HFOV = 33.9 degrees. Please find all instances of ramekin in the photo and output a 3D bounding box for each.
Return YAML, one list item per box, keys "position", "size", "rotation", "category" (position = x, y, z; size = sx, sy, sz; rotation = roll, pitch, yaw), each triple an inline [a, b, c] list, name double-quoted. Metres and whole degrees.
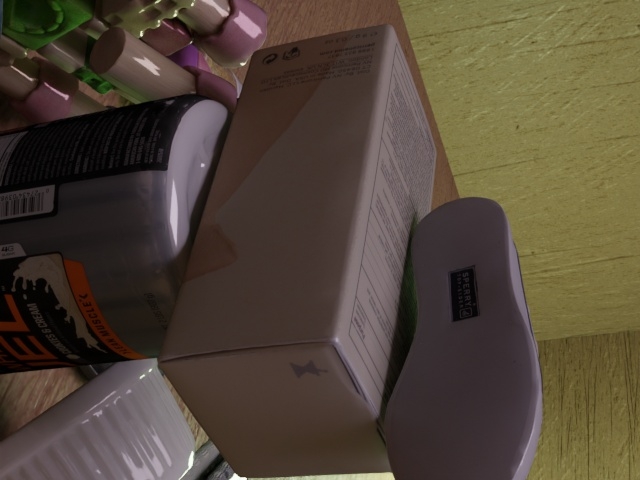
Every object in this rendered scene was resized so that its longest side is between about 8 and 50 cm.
- position: [-0.202, 0.188, 0.875]
  size: [0.109, 0.207, 0.207]
  rotation: [56, 22, -1]
  category: "ramekin"

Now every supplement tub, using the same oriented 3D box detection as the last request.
- position: [-0.210, 0.004, 0.822]
  size: [0.193, 0.316, 0.193]
  rotation: [-8, 90, -69]
  category: "supplement tub"

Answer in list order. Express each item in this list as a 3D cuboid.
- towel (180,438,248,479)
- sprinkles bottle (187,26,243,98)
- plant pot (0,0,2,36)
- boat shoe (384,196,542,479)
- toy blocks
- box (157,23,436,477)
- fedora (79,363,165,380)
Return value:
- position: [-0.173, 0.349, 0.972]
  size: [0.324, 0.056, 0.312]
  rotation: [-44, 156, -61]
  category: "towel"
- position: [-0.124, -0.143, 1.410]
  size: [0.355, 0.121, 0.121]
  rotation: [49, 37, -56]
  category: "sprinkles bottle"
- position: [-0.364, -0.133, 0.570]
  size: [0.255, 0.272, 0.271]
  rotation: [-48, 128, -46]
  category: "plant pot"
- position: [0.099, 0.086, 0.689]
  size: [0.267, 0.096, 0.088]
  rotation: [-87, 157, -49]
  category: "boat shoe"
- position: [-0.172, -0.181, 1.004]
  size: [0.260, 0.289, 0.308]
  rotation: [29, 51, -46]
  category: "toy blocks"
- position: [0.000, 0.000, 0.752]
  size: [0.311, 0.121, 0.148]
  rotation: [-77, 153, -44]
  category: "box"
- position: [-0.184, 0.038, 1.163]
  size: [0.244, 0.124, 0.275]
  rotation: [24, 60, -68]
  category: "fedora"
